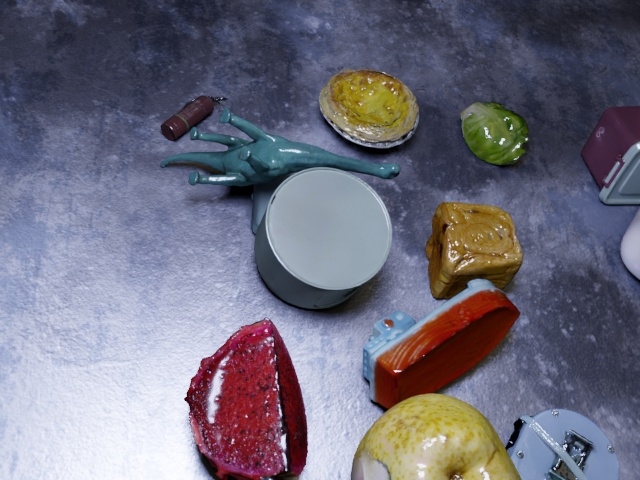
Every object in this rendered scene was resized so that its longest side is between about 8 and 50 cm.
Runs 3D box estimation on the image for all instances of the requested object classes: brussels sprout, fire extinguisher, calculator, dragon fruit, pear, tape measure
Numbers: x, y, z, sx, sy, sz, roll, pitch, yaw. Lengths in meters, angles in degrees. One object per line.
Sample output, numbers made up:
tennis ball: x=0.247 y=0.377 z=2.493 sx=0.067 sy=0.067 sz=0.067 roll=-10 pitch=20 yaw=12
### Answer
brussels sprout: x=0.407 y=-0.256 z=1.578 sx=0.139 sy=0.100 sz=0.181 roll=-36 pitch=79 yaw=-11
fire extinguisher: x=-0.280 y=-0.274 z=1.448 sx=0.078 sy=0.045 sz=0.157 roll=20 pitch=50 yaw=29
calculator: x=-0.068 y=-0.091 z=1.365 sx=0.141 sy=0.045 sz=0.246 roll=5 pitch=54 yaw=-11
dragon fruit: x=-0.097 y=0.272 z=1.042 sx=0.189 sy=0.163 sz=0.262 roll=26 pitch=39 yaw=-39
pear: x=0.170 y=0.353 z=0.979 sx=0.271 sy=0.271 sz=0.271 roll=7 pitch=54 yaw=-9
tape measure: x=0.394 y=0.371 z=1.112 sx=0.182 sy=0.107 sz=0.181 roll=26 pitch=59 yaw=8

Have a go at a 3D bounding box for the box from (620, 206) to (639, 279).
box: x=0.833 y=0.038 z=1.438 sx=0.349 sy=0.141 sz=0.288 roll=36 pitch=56 yaw=13

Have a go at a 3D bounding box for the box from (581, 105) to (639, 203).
box: x=0.775 y=-0.204 z=1.577 sx=0.293 sy=0.193 sz=0.168 roll=-2 pitch=47 yaw=-15

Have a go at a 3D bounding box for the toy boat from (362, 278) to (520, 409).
toy boat: x=0.211 y=0.162 z=1.201 sx=0.331 sy=0.145 sz=0.133 roll=-26 pitch=41 yaw=-25

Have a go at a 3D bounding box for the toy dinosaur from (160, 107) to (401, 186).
toy dinosaur: x=-0.080 y=-0.143 z=1.323 sx=0.330 sy=0.383 sz=0.130 roll=11 pitch=80 yaw=-38

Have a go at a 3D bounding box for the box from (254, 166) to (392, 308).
box: x=0.000 y=0.000 z=1.218 sx=0.226 sy=0.149 sz=0.226 roll=5 pitch=70 yaw=-13

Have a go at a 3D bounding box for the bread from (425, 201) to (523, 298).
bread: x=0.293 y=0.022 z=1.316 sx=0.158 sy=0.143 sz=0.149 roll=-2 pitch=55 yaw=-11

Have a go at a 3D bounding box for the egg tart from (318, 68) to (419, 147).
egg tart: x=0.108 y=-0.293 z=1.525 sx=0.234 sy=0.094 sz=0.234 roll=5 pitch=56 yaw=-8
